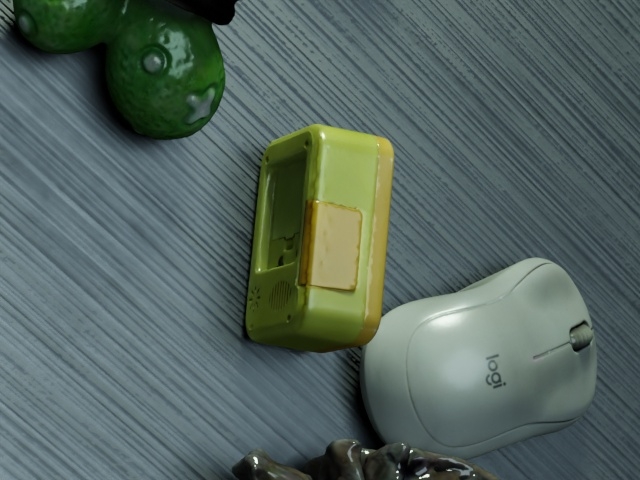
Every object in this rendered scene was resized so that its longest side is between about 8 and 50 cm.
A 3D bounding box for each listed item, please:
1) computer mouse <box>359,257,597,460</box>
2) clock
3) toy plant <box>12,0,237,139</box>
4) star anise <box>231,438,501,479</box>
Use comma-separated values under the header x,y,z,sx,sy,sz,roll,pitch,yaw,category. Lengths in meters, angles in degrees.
x,y,z,sx,sy,sz,roll,pitch,yaw,category
0.177,0.119,1.884,0.296,0.121,0.184,-10,87,-30,computer mouse
0.000,0.000,1.778,0.096,0.143,0.202,12,78,-27,clock
-0.159,-0.226,1.714,0.218,0.175,0.235,27,97,-18,toy plant
0.035,0.303,1.774,0.316,0.139,0.359,-48,117,-11,star anise
